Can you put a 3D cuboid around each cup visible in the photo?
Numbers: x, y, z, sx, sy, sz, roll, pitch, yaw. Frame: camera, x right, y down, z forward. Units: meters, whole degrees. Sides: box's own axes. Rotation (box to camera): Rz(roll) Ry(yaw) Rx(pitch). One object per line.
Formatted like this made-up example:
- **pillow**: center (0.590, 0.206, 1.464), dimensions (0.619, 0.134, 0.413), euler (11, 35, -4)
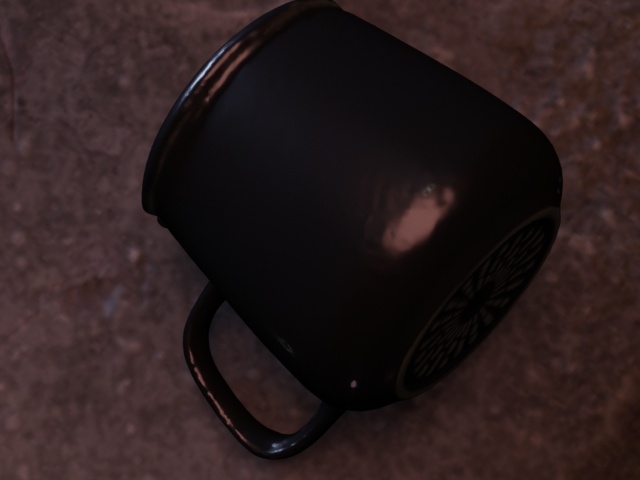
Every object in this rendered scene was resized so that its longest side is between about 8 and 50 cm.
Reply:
- **cup**: center (0.000, 0.000, 0.826), dimensions (0.176, 0.169, 0.223), euler (41, 109, 15)
